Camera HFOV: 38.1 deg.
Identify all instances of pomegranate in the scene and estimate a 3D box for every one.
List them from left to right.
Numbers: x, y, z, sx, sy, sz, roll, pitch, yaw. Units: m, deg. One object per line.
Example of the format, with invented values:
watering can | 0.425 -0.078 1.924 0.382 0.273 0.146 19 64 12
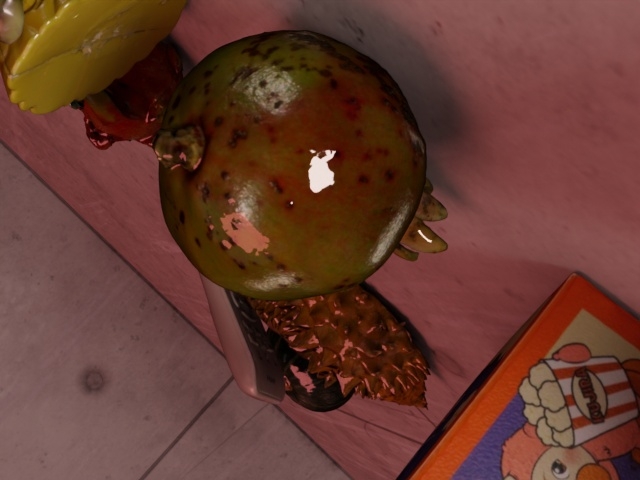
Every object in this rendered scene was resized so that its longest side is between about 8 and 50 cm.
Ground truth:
pomegranate | -0.005 -0.035 0.673 0.246 0.198 0.198 48 164 -29

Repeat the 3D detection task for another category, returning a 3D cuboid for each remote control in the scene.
remote control | -0.134 0.087 1.305 0.313 0.055 0.109 65 -170 24

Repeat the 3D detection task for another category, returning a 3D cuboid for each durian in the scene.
durian | -0.008 0.100 1.195 0.341 0.112 0.191 38 166 24

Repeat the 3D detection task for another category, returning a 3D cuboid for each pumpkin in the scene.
pumpkin | -0.015 0.175 1.387 0.167 0.125 0.167 37 162 14

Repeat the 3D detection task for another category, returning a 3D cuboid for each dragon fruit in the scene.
dragon fruit | -0.211 -0.160 0.927 0.142 0.138 0.175 36 -174 15

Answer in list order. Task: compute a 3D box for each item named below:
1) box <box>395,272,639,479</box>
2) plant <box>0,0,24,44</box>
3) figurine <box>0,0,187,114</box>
box | 0.235 0.264 0.771 0.349 0.257 0.318 39 166 10
plant | -0.063 -0.265 0.388 0.333 0.251 0.180 -19 146 32
figurine | -0.280 -0.276 0.767 0.315 0.187 0.168 47 155 5
